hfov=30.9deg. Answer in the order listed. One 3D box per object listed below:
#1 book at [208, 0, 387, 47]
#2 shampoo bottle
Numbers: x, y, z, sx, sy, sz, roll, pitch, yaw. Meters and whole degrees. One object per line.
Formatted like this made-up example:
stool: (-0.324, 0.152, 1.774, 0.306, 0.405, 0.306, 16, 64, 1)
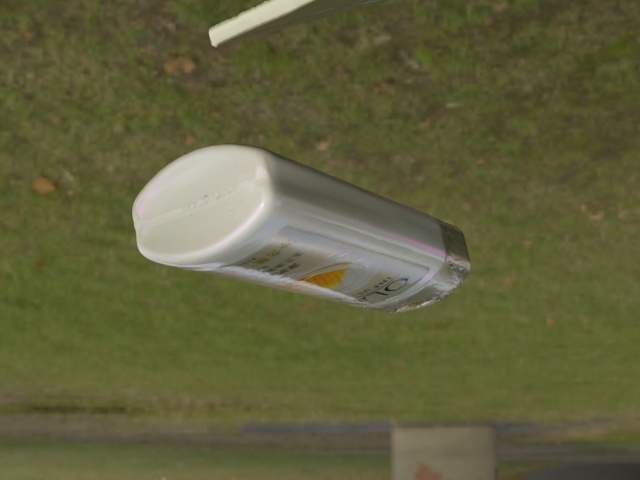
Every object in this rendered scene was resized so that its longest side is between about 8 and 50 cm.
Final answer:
book: (0.083, -0.210, 0.850, 0.217, 0.021, 0.310, -23, -173, -37)
shampoo bottle: (0.000, 0.000, 0.640, 0.086, 0.056, 0.227, -18, 162, 27)
